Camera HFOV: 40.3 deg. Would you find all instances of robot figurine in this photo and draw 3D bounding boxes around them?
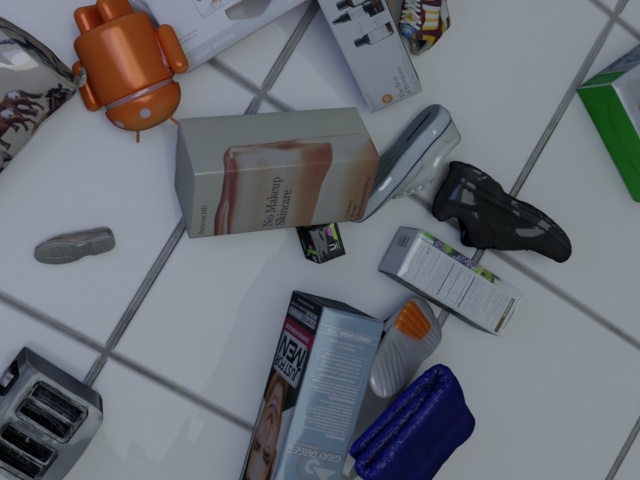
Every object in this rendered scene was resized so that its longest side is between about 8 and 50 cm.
[{"bbox_3d":[-0.293,-0.264,1.338,0.158,0.128,0.219,-27,104,-18],"label":"robot figurine"}]

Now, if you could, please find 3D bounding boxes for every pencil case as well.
[{"bbox_3d":[-0.518,-0.130,1.242,0.410,0.160,0.183,-50,135,0],"label":"pencil case"}]

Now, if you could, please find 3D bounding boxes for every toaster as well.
[{"bbox_3d":[-0.439,0.287,1.356,0.185,0.110,0.168,38,84,-17],"label":"toaster"}]

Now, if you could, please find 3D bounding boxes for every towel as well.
[{"bbox_3d":[0.159,0.337,1.479,0.228,0.076,0.308,-49,151,-11],"label":"towel"}]

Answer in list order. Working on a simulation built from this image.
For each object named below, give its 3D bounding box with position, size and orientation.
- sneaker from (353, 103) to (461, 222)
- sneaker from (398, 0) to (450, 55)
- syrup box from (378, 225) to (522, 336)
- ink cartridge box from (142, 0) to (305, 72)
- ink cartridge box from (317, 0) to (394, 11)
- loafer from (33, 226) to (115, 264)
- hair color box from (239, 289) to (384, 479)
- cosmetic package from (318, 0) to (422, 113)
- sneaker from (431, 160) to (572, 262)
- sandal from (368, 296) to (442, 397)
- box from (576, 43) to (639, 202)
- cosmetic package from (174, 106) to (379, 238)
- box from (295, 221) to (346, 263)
[{"bbox_3d":[0.150,-0.116,1.511,0.258,0.094,0.091,-46,116,-4],"label":"sneaker"},{"bbox_3d":[0.165,-0.383,1.458,0.084,0.069,0.185,-52,148,-8],"label":"sneaker"},{"bbox_3d":[0.232,0.073,1.553,0.237,0.093,0.096,30,86,-18],"label":"syrup box"},{"bbox_3d":[-0.150,-0.448,1.350,0.296,0.066,0.261,-29,103,7],"label":"ink cartridge box"},{"bbox_3d":[0.051,-0.506,1.443,0.193,0.088,0.235,17,92,-17],"label":"ink cartridge box"},{"bbox_3d":[-0.391,0.006,1.386,0.125,0.039,0.045,-11,132,-13],"label":"loafer"},{"bbox_3d":[-0.024,0.286,1.445,0.113,0.185,0.375,15,90,-17],"label":"hair color box"},{"bbox_3d":[0.079,-0.330,1.423,0.099,0.060,0.239,-21,128,13],"label":"cosmetic package"},{"bbox_3d":[0.324,-0.027,1.580,0.286,0.109,0.130,31,95,-11],"label":"sneaker"},{"bbox_3d":[0.125,0.184,1.505,0.265,0.076,0.102,-38,103,-52],"label":"sandal"},{"bbox_3d":[0.653,-0.238,1.641,0.231,0.127,0.262,-34,103,-10],"label":"box"},{"bbox_3d":[-0.073,-0.109,1.387,0.296,0.129,0.153,-7,141,-17],"label":"cosmetic package"},{"bbox_3d":[0.000,0.000,1.478,0.052,0.083,0.062,-20,101,-14],"label":"box"}]
